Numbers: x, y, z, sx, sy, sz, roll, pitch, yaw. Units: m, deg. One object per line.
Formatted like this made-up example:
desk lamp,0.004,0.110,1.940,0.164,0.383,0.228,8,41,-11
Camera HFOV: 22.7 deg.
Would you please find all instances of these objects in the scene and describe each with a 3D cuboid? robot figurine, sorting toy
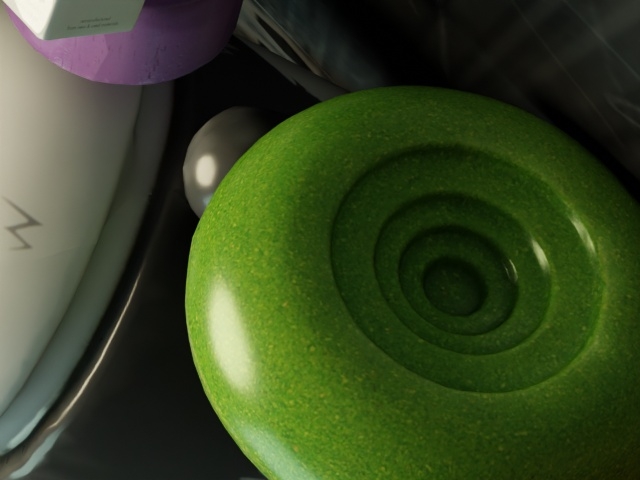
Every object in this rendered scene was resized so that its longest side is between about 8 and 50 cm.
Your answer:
robot figurine,-0.035,0.018,0.545,0.278,0.209,0.174,24,-151,-25
sorting toy,0.057,0.008,0.342,0.365,0.127,0.126,48,150,15

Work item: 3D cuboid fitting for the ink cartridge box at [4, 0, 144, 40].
ink cartridge box,-0.050,-0.091,0.340,0.028,0.083,0.048,-14,-130,-47
